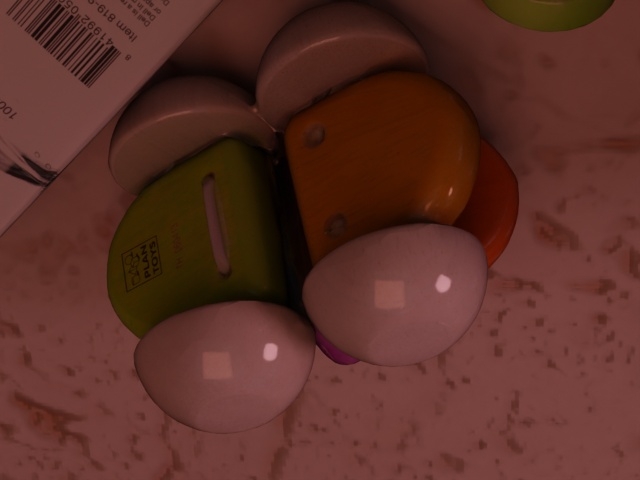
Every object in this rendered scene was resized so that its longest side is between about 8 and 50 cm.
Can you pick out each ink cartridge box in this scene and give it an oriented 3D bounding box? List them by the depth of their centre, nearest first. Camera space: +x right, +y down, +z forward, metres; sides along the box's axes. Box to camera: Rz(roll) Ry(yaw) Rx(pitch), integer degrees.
[{"bbox_3d":[-0.146,-0.100,0.760,0.153,0.087,0.208,44,116,-8],"label":"ink cartridge box"}]

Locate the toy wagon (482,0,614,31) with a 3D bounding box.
[{"bbox_3d":[0.174,-0.212,0.608,0.344,0.068,0.267,-21,148,-16],"label":"toy wagon"}]

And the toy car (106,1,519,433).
[{"bbox_3d":[0.000,0.000,0.784,0.182,0.159,0.136,-24,149,19],"label":"toy car"}]
